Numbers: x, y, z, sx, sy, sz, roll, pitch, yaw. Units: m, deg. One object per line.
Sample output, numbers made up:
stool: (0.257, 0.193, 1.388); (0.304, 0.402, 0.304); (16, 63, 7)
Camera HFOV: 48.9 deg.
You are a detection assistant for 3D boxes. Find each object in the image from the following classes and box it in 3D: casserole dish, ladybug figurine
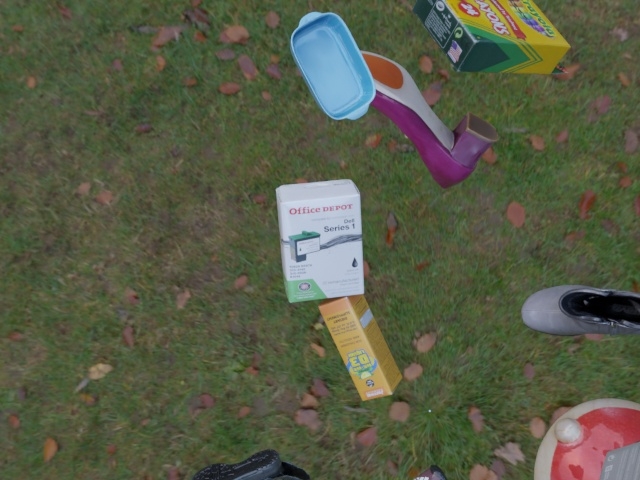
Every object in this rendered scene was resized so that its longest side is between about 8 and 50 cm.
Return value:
casserole dish: (0.017, -0.290, 1.184); (0.114, 0.037, 0.188); (-35, 104, -21)
ladybug figurine: (0.558, 0.462, 1.236); (0.449, 0.162, 0.305); (41, 85, -21)

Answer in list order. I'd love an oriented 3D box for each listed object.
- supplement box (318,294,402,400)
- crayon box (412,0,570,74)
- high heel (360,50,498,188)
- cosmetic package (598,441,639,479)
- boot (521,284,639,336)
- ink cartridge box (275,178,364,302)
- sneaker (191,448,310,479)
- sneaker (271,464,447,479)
supplement box: (0.085, 0.217, 1.483); (0.078, 0.080, 0.233); (-22, 100, 27)
crayon box: (0.375, -0.443, 1.467); (0.318, 0.081, 0.202); (-7, 55, -31)
high heel: (0.157, -0.234, 1.425); (0.377, 0.181, 0.127); (31, 46, -7)
cosmetic package: (0.353, 0.212, 0.560); (0.127, 0.238, 0.107); (45, 47, -1)
boot: (0.531, 0.133, 1.429); (0.338, 0.222, 0.118); (-7, 76, 41)
ink cartridge box: (0.000, 0.000, 1.408); (0.160, 0.092, 0.219); (-7, 114, -6)
sneaker: (-0.104, 0.374, 1.074); (0.170, 0.089, 0.051); (-18, 30, 1)
sneaker: (0.075, 0.335, 0.899); (0.281, 0.106, 0.162); (37, 90, -20)
